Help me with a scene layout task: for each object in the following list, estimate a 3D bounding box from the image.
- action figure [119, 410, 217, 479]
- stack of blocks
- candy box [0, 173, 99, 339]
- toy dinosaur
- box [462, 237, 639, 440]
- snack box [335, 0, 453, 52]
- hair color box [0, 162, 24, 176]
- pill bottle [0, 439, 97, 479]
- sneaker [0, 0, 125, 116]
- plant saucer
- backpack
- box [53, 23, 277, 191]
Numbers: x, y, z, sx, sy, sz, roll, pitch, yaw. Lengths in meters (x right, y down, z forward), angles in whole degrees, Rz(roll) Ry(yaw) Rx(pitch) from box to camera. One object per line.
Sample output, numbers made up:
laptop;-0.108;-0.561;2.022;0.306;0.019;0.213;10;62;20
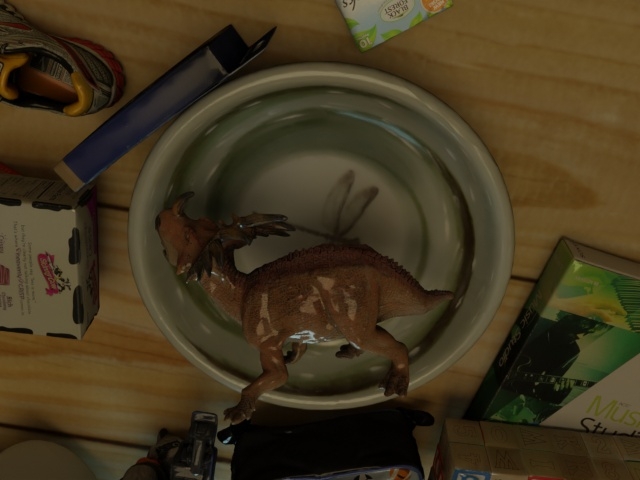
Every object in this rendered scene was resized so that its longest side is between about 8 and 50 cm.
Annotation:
action figure;-0.222;0.338;0.779;0.178;0.330;0.341;14;119;6
stack of blocks;0.287;0.327;0.825;0.297;0.087;0.171;7;117;-2
candy box;-0.358;0.010;0.701;0.233;0.071;0.159;8;116;-2
toy dinosaur;-0.010;0.044;0.632;0.295;0.127;0.200;-7;109;-1
box;0.335;0.174;0.826;0.232;0.058;0.322;16;115;-6
snack box;0.051;-0.266;0.630;0.100;0.037;0.141;-24;113;14
hair color box;-0.399;-0.053;0.740;0.167;0.053;0.093;32;114;-15
pill bottle;-0.488;0.440;0.891;0.392;0.224;0.224;-35;110;17
sneaker;-0.312;-0.184;0.651;0.225;0.093;0.088;17;115;-6
plant saucer;0.000;0.000;0.728;0.400;0.100;0.400;0;116;1
backpack;0.018;0.366;0.858;0.276;0.213;0.263;-4;127;1
box;-0.144;-0.142;0.642;0.225;0.136;0.036;-31;111;15
